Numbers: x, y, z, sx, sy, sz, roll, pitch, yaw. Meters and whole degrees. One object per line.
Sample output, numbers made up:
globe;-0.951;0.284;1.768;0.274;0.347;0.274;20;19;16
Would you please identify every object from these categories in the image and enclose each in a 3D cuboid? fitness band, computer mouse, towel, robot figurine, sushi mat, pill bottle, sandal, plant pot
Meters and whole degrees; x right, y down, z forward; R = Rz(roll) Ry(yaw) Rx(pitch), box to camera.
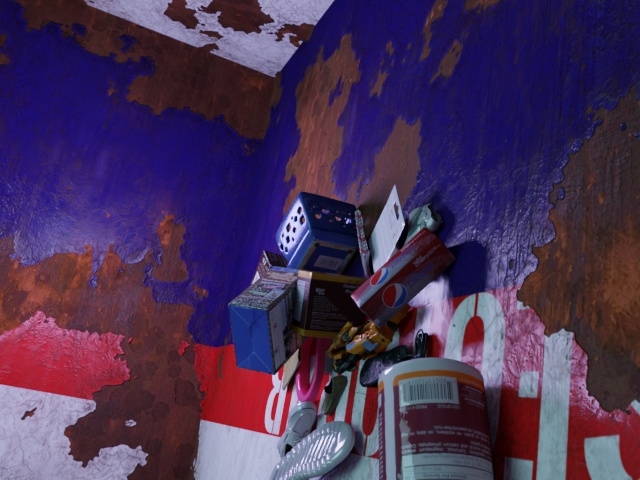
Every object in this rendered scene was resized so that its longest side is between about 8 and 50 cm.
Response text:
fitness band;-0.027;0.416;2.132;0.209;0.054;0.291;130;151;-48
computer mouse;0.194;0.354;1.586;0.262;0.060;0.184;-39;27;41
towel;0.140;0.018;1.955;0.144;0.029;0.197;76;-173;-45
robot figurine;0.124;0.264;1.731;0.291;0.085;0.211;-41;8;48
sushi mat;-0.102;0.429;2.261;0.316;0.019;0.151;113;164;-55
pill bottle;0.224;0.449;1.199;0.224;0.224;0.392;-48;31;49
sandal;-0.010;0.658;1.841;0.416;0.102;0.169;-42;20;39
plant pot;0.000;0.000;2.147;0.236;0.236;0.212;-58;32;35

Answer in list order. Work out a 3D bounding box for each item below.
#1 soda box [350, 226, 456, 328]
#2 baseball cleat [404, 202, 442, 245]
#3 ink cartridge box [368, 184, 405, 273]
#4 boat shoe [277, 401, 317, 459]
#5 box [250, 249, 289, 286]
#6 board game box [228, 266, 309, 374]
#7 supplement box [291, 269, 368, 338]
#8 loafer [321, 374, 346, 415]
soda box;0.206;0.093;1.562;0.263;0.092;0.083;-43;22;2
baseball cleat;0.272;-0.005;1.652;0.109;0.072;0.206;-31;49;53
ink cartridge box;0.210;-0.013;1.799;0.189;0.066;0.232;-96;25;-48
boat shoe;-0.076;0.641;2.029;0.267;0.096;0.088;-63;27;30
box;-0.147;0.164;2.424;0.167;0.203;0.168;-68;21;14
board game box;-0.149;0.249;1.992;0.291;0.141;0.232;-40;-49;-57
supplement box;0.027;0.199;1.925;0.129;0.191;0.194;-179;96;-70
loafer;0.031;0.479;1.932;0.148;0.050;0.056;-67;21;16
